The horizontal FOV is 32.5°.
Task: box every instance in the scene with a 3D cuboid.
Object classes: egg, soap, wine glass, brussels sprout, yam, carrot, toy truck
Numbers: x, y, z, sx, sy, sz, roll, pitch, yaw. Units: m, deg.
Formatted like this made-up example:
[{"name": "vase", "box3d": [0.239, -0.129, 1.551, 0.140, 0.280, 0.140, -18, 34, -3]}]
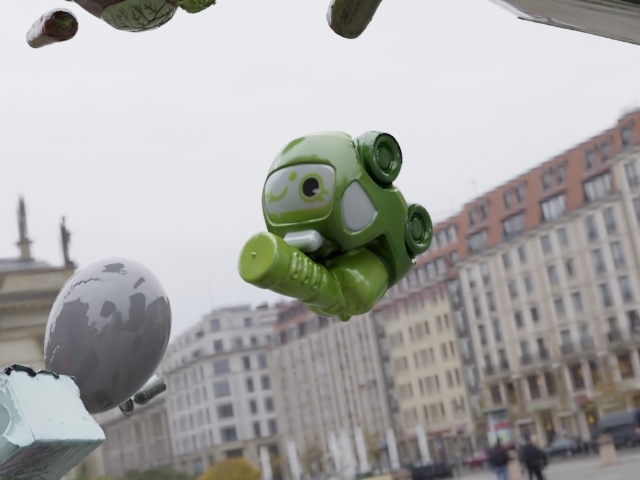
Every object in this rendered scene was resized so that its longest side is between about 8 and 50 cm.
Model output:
[{"name": "egg", "box3d": [-0.257, 0.113, 1.322, 0.146, 0.199, 0.146, 12, -31, 7]}, {"name": "soap", "box3d": [-0.342, 0.232, 1.023, 0.261, 0.094, 0.150, -41, -24, 9]}, {"name": "wine glass", "box3d": [-0.281, 0.244, 1.737, 0.039, 0.042, 0.083, -18, 5, 38]}, {"name": "brussels sprout", "box3d": [-0.163, -0.332, 1.386, 0.085, 0.085, 0.058, -3, -38, -30]}, {"name": "yam", "box3d": [0.103, -0.415, 1.396, 0.083, 0.083, 0.372, -2, -40, -35]}, {"name": "carrot", "box3d": [-0.244, -0.190, 0.989, 0.032, 0.032, 0.093, -3, 2, -31]}, {"name": "toy truck", "box3d": [0.013, 0.001, 1.155, 0.148, 0.211, 0.187, -6, -40, 39]}]

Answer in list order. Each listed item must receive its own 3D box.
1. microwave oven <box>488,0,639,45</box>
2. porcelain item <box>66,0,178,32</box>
[{"name": "microwave oven", "box3d": [0.352, -0.334, 1.112, 0.394, 0.247, 0.333, 20, 10, 30]}, {"name": "porcelain item", "box3d": [-0.299, -0.387, 1.487, 0.252, 0.253, 0.253, -9, -12, -2]}]
